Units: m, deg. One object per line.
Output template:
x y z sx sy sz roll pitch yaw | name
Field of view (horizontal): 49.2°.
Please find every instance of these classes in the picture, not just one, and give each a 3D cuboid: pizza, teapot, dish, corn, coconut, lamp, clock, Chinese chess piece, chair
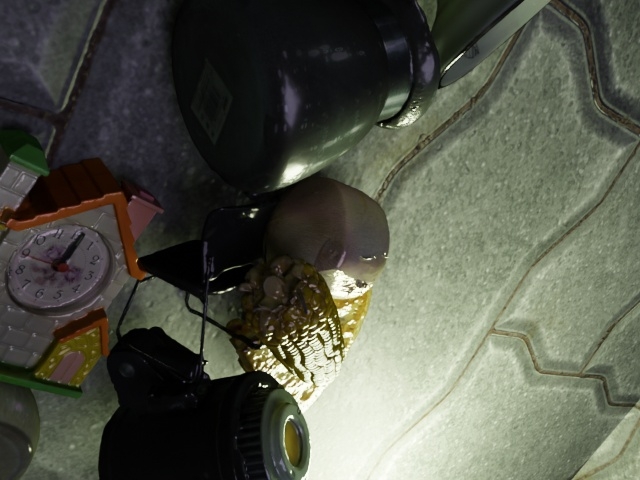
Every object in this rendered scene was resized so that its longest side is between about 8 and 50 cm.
-0.013 0.160 1.113 0.257 0.087 0.268 -31 135 -20 | pizza
0.003 -0.159 0.805 0.285 0.223 0.305 -22 129 -32 | teapot
0.236 -0.328 0.867 0.316 0.106 0.316 -38 179 -1 | dish
-0.020 0.112 0.884 0.106 0.106 0.305 -38 153 -8 | corn
0.000 0.000 0.944 0.183 0.171 0.171 10 114 -47 | coconut
-0.149 0.303 0.962 0.272 0.205 0.374 5 116 13 | lamp
-0.309 0.028 0.781 0.219 0.106 0.255 29 101 -45 | clock
-0.444 0.229 0.808 0.237 0.092 0.238 -15 139 -14 | Chinese chess piece
-0.146 0.035 0.867 0.140 0.145 0.221 -21 129 -55 | chair
